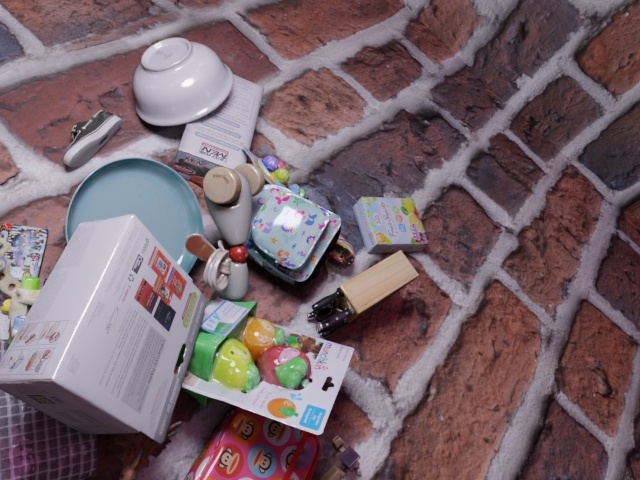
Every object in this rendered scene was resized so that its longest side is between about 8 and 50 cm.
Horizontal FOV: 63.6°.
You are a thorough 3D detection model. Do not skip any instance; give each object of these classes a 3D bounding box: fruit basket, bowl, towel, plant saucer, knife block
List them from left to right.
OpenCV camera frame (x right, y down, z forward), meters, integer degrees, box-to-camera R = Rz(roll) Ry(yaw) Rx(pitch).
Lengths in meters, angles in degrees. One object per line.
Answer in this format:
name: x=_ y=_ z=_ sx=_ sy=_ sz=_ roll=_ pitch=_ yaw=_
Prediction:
towel: x=-0.538 y=0.305 z=0.924 sx=0.235 sy=0.121 sz=0.283 roll=3 pitch=60 yaw=-43
plant saucer: x=-0.411 y=-0.026 z=1.158 sx=0.318 sy=0.044 sz=0.317 roll=-2 pitch=92 yaw=-46
bowl: x=-0.402 y=-0.466 z=1.438 sx=0.298 sy=0.134 sz=0.297 roll=-6 pitch=52 yaw=8
fruit basket: x=-0.123 y=0.246 z=1.101 sx=0.353 sy=0.165 sz=0.327 roll=11 pitch=19 yaw=12
knife block: x=0.100 y=0.144 z=1.347 sx=0.088 sy=0.276 sz=0.242 roll=56 pitch=21 yaw=13

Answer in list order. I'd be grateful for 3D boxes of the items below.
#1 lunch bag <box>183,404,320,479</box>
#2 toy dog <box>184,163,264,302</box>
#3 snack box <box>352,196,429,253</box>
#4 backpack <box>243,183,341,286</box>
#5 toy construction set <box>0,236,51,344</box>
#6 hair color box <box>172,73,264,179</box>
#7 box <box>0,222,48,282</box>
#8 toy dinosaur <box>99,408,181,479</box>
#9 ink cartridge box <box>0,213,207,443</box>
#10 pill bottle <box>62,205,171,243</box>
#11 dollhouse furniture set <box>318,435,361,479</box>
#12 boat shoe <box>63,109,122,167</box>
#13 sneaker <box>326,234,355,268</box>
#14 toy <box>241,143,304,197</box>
lunch bag: x=-0.132 y=0.497 z=1.062 sx=0.258 sy=0.120 sz=0.293 roll=38 pitch=47 yaw=-8
toy dog: x=-0.242 y=-0.034 z=1.211 sx=0.161 sy=0.220 sz=0.333 roll=7 pitch=79 yaw=20
snack box: x=0.224 y=-0.049 z=1.648 sx=0.207 sy=0.070 sz=0.174 roll=-2 pitch=61 yaw=-28
backpack: x=-0.097 y=-0.024 z=1.356 sx=0.254 sy=0.191 sz=0.225 roll=30 pitch=77 yaw=11
toy construction set: x=-0.554 y=0.108 z=0.991 sx=0.328 sy=0.151 sz=0.215 roll=26 pitch=9 yaw=30
hair color box: x=-0.294 y=-0.331 z=1.518 sx=0.186 sy=0.113 sz=0.374 roll=19 pitch=52 yaw=-17
box: x=-0.659 y=0.031 z=1.130 sx=0.094 sy=0.027 sz=0.136 roll=9 pitch=56 yaw=-23
toy dinosaur: x=-0.360 y=0.312 z=0.994 sx=0.127 sy=0.200 sz=0.295 roll=-9 pitch=66 yaw=-32
ink cartridge box: x=-0.349 y=0.161 z=0.897 sx=0.271 sy=0.130 sz=0.309 roll=61 pitch=29 yaw=-44
pill bottle: x=-0.472 y=-0.033 z=1.215 sx=0.221 sy=0.121 sz=0.121 roll=-30 pitch=77 yaw=-39
dollhouse furniture set: x=0.038 y=0.535 z=1.198 sx=0.114 sy=0.091 sz=0.081 roll=-39 pitch=125 yaw=-19
boat shoe: x=-0.603 y=-0.267 z=1.333 sx=0.070 sy=0.077 sz=0.219 roll=32 pitch=42 yaw=-8
sneaker: x=0.000 y=0.000 z=1.496 sx=0.225 sy=0.088 sz=0.092 roll=34 pitch=22 yaw=0
toy: x=-0.115 y=-0.188 z=1.460 sx=0.237 sy=0.056 sz=0.136 roll=42 pitch=11 yaw=-52
